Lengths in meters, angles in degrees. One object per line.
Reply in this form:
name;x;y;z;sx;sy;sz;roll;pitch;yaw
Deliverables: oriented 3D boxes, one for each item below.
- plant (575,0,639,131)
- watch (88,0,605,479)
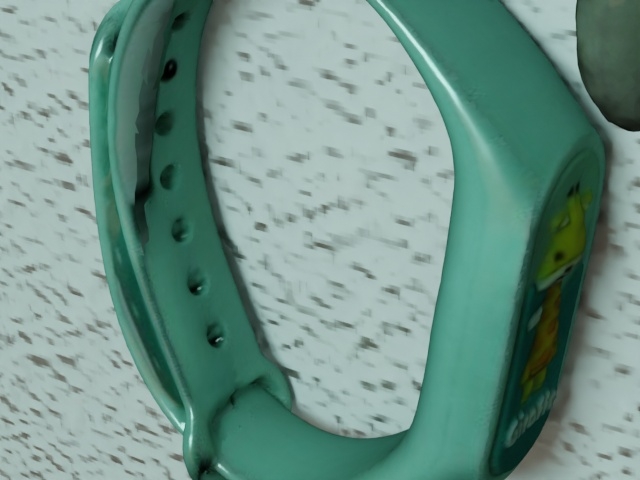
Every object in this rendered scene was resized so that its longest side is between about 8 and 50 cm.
plant;0.091;-0.155;0.335;0.146;0.149;0.274;-2;111;54
watch;0.000;0.000;0.536;0.195;0.068;0.237;22;124;27
